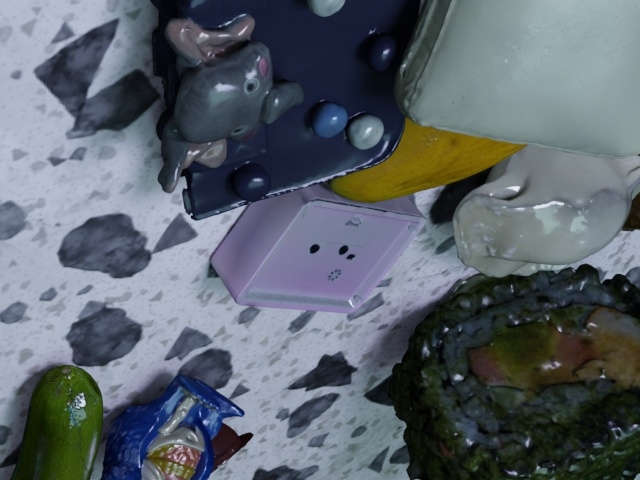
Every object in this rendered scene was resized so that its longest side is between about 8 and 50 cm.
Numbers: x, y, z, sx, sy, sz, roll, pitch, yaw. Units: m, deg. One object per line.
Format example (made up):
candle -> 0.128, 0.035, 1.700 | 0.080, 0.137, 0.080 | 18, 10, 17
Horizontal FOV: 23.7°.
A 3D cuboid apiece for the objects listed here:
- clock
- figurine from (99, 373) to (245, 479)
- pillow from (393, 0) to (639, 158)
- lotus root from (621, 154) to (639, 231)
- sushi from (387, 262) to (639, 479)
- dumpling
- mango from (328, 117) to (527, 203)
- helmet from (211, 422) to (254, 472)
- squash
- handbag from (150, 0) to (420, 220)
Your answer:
clock -> 0.000, 0.000, 1.601 | 0.197, 0.063, 0.150 | 7, 127, -49
figurine -> -0.193, 0.262, 1.669 | 0.262, 0.121, 0.164 | -53, 145, -17
pillow -> 0.220, -0.228, 1.311 | 0.255, 0.120, 0.322 | 8, 118, -21
lotus root -> 0.402, -0.091, 1.824 | 0.120, 0.120, 0.209 | -10, 141, -37
sushi -> 0.260, 0.181, 1.870 | 0.352, 0.294, 0.178 | -20, 147, -22
dumpling -> 0.258, -0.028, 1.740 | 0.258, 0.147, 0.193 | -10, 144, -26
mango -> 0.145, -0.135, 1.521 | 0.317, 0.119, 0.176 | -35, 156, 2
helmet -> -0.138, 0.237, 1.776 | 0.111, 0.057, 0.089 | -38, -175, -19
squash -> -0.291, 0.255, 1.626 | 0.087, 0.087, 0.331 | -11, 141, -35
handbag -> -0.039, -0.163, 1.314 | 0.269, 0.118, 0.325 | -23, 143, -21
